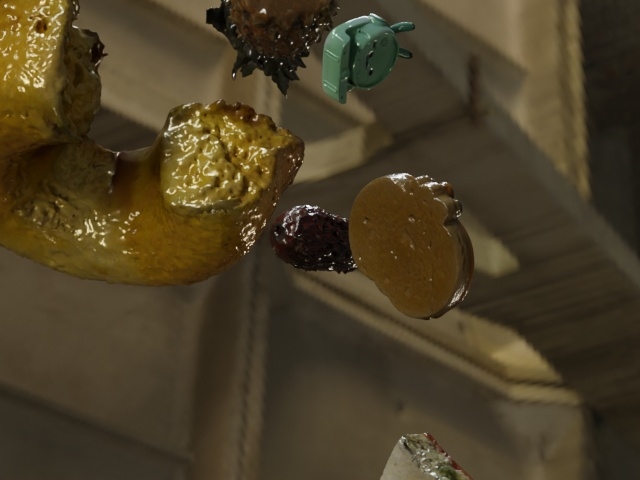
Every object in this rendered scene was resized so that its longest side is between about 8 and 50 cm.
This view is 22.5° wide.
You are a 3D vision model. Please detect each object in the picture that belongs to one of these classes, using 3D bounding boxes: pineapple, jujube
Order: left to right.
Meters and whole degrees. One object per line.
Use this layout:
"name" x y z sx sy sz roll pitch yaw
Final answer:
"pineapple" -0.075 -0.300 2.222 0.364 0.165 0.166 137 120 -74
"jujube" 0.003 -0.003 2.439 0.166 0.104 0.104 8 -114 -38

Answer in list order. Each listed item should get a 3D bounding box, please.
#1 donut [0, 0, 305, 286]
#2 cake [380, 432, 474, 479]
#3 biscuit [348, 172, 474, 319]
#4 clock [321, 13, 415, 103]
"donut" -0.263 -0.082 1.891 0.435 0.377 0.163 28 -127 -17
"cake" 0.175 0.396 2.417 0.086 0.117 0.220 7 -151 -45
"biscuit" 0.107 -0.003 1.755 0.050 0.170 0.170 -18 -90 -41
"clock" 0.062 -0.241 2.066 0.135 0.041 0.101 -29 -41 -31
